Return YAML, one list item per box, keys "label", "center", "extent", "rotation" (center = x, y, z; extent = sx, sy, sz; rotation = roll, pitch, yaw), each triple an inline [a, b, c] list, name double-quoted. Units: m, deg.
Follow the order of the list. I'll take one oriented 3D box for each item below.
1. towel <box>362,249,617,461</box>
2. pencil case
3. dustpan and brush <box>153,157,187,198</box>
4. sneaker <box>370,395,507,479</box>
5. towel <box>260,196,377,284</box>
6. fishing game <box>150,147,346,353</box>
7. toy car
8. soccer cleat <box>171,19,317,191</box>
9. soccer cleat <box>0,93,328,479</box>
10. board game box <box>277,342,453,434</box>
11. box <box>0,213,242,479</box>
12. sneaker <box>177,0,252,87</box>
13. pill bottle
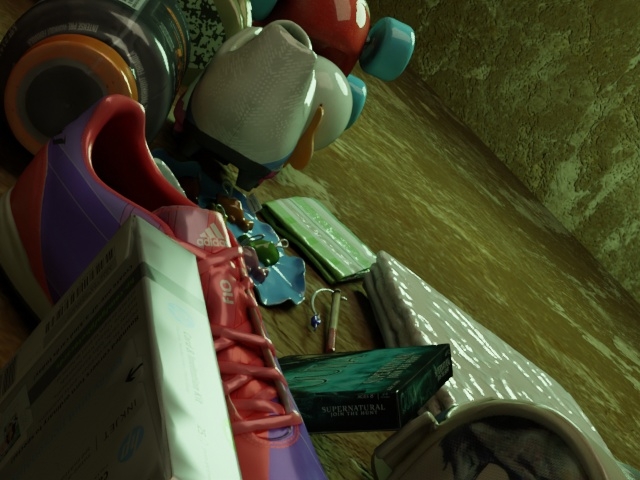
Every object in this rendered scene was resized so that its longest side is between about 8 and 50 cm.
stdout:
- label: "towel"
  center: [0.182, 0.174, 1.222]
  extent: [0.317, 0.053, 0.332]
  rotation: [37, 14, -21]
- label: "pencil case"
  center: [0.196, 0.218, 0.888]
  extent: [0.183, 0.160, 0.410]
  rotation: [42, 10, 39]
- label: "dustpan and brush"
  center: [-0.080, 0.018, 0.906]
  extent: [0.147, 0.060, 0.211]
  rotation: [63, -15, 1]
- label: "sneaker"
  center: [0.128, 0.151, 0.958]
  extent: [0.192, 0.086, 0.064]
  rotation: [-1, 62, -49]
- label: "towel"
  center: [0.000, 0.000, 1.321]
  extent: [0.113, 0.023, 0.152]
  rotation: [43, 15, 11]
- label: "fishing game"
  center: [-0.075, -0.017, 1.110]
  extent: [0.264, 0.041, 0.189]
  rotation: [41, 16, -10]
- label: "toy car"
  center: [-0.030, -0.168, 1.513]
  extent: [0.219, 0.210, 0.238]
  rotation: [23, 49, -21]
- label: "soccer cleat"
  center: [-0.056, -0.126, 1.173]
  extent: [0.116, 0.143, 0.331]
  rotation: [32, 2, -10]
- label: "soccer cleat"
  center: [-0.073, 0.051, 0.709]
  extent: [0.108, 0.116, 0.318]
  rotation: [12, 33, -53]
- label: "board game box"
  center: [0.008, 0.095, 0.838]
  extent: [0.186, 0.126, 0.026]
  rotation: [-14, 98, -75]
- label: "box"
  center: [-0.094, 0.089, 0.484]
  extent: [0.038, 0.145, 0.186]
  rotation: [35, 14, -24]
- label: "sneaker"
  center: [-0.248, -0.290, 1.306]
  extent: [0.410, 0.158, 0.182]
  rotation: [40, 23, 18]
- label: "pill bottle"
  center: [-0.171, -0.128, 0.982]
  extent: [0.130, 0.130, 0.246]
  rotation: [39, 14, -13]
